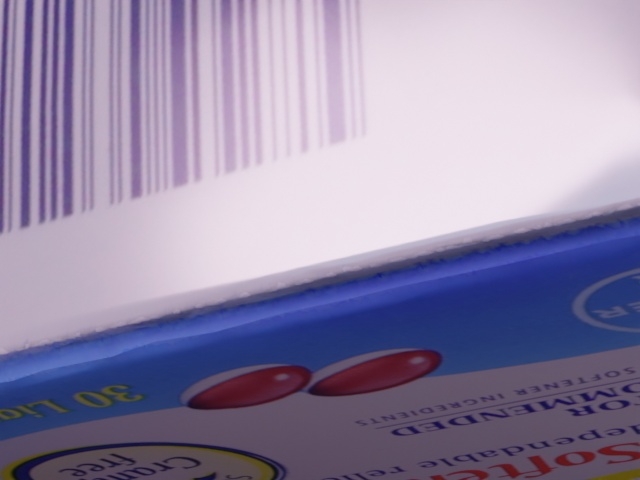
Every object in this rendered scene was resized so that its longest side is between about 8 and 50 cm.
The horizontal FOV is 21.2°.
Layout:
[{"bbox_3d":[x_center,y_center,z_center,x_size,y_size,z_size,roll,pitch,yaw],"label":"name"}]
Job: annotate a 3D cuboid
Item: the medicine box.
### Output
[{"bbox_3d":[0.039,-0.004,0.496,0.263,0.289,0.149,-14,65,28],"label":"medicine box"}]
